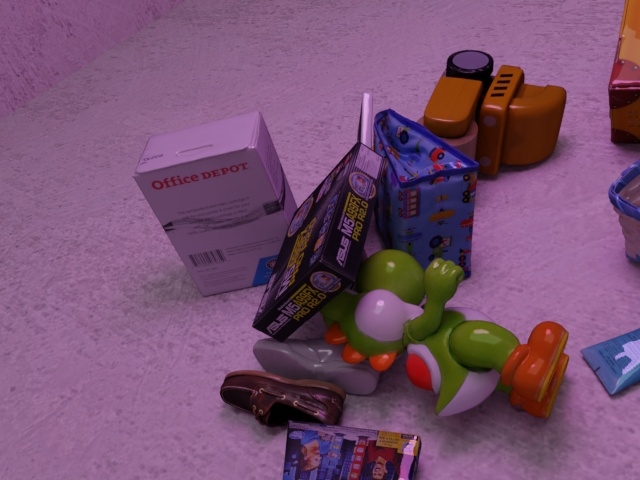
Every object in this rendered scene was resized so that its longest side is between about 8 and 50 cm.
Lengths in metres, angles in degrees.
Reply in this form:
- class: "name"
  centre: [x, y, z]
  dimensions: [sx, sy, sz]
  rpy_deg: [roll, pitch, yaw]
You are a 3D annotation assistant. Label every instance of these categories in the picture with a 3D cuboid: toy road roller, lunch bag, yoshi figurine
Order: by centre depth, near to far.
- class: "yoshi figurine"
  centre: [0.173, 0.107, 0.907]
  dimensions: [0.362, 0.203, 0.203]
  rpy_deg: [17, 20, 29]
- class: "lunch bag"
  centre: [0.147, -0.087, 1.115]
  dimensions: [0.138, 0.221, 0.293]
  rpy_deg: [-14, 36, -12]
- class: "toy road roller"
  centre: [0.334, -0.215, 1.216]
  dimensions: [0.241, 0.202, 0.329]
  rpy_deg: [14, 48, 21]

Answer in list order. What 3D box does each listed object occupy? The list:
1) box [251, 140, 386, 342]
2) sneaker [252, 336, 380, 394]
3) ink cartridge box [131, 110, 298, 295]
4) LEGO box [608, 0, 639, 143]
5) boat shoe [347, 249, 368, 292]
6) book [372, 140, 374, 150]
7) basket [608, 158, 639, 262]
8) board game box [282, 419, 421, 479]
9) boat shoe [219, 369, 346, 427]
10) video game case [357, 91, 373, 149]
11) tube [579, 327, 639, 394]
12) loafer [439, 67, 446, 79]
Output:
- class: "box"
  centre: [0.000, 0.000, 0.981]
  dimensions: [0.216, 0.060, 0.270]
  rpy_deg: [-44, 20, 45]
- class: "sneaker"
  centre: [-0.001, 0.183, 1.000]
  dimensions: [0.212, 0.080, 0.094]
  rpy_deg: [9, 42, 19]
- class: "ink cartridge box"
  centre: [-0.169, -0.061, 1.161]
  dimensions: [0.223, 0.307, 0.129]
  rpy_deg: [-12, 40, 11]
- class: "LEGO box"
  centre: [0.800, -0.368, 1.091]
  dimensions: [0.500, 0.193, 0.372]
  rpy_deg: [8, 70, 30]
- class: "boat shoe"
  centre: [0.032, 0.012, 1.163]
  dimensions: [0.109, 0.094, 0.302]
  rpy_deg: [-34, 34, 27]
- class: "book"
  centre: [0.145, -0.166, 1.366]
  dimensions: [0.096, 0.035, 0.144]
  rpy_deg: [-1, 43, 17]
- class: "basket"
  centre: [0.556, -0.093, 0.896]
  dimensions: [0.255, 0.289, 0.201]
  rpy_deg: [-35, 36, -12]
- class: "board game box"
  centre: [0.024, 0.342, 0.809]
  dimensions: [0.194, 0.060, 0.194]
  rpy_deg: [0, 44, 23]
- class: "boat shoe"
  centre: [-0.067, 0.247, 0.947]
  dimensions: [0.207, 0.073, 0.073]
  rpy_deg: [0, 41, 24]
- class: "video game case"
  centre: [0.083, -0.153, 1.200]
  dimensions: [0.023, 0.183, 0.201]
  rpy_deg: [3, 76, 1]
- class: "tube"
  centre: [0.475, 0.140, 0.860]
  dimensions: [0.207, 0.052, 0.080]
  rpy_deg: [-24, 34, 4]
- class: "loafer"
  centre: [0.348, -0.401, 1.546]
  dimensions: [0.039, 0.045, 0.125]
  rpy_deg: [-48, 37, -6]
